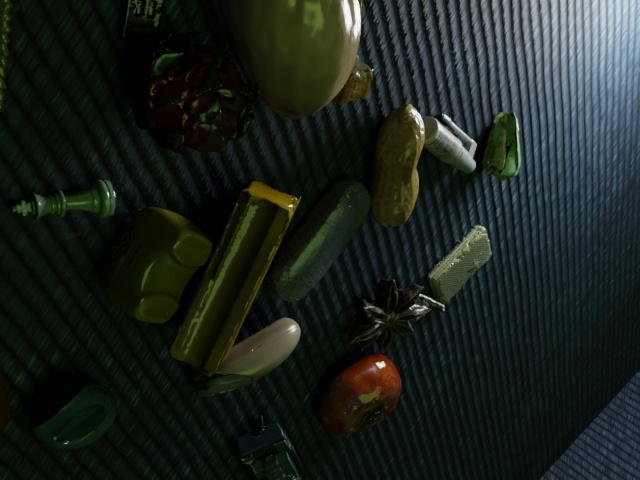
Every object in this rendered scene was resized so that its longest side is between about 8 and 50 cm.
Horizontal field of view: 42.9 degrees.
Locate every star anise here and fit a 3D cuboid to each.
[{"bbox_3d":[0.167,0.171,1.902,0.262,0.081,0.230,-18,128,-23],"label":"star anise"}]

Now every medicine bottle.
[{"bbox_3d":[0.281,-0.215,1.781,0.220,0.061,0.092,28,76,-51],"label":"medicine bottle"}]

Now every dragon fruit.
[{"bbox_3d":[-0.190,-0.213,1.214,0.188,0.182,0.182,38,85,-10],"label":"dragon fruit"}]

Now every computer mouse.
[{"bbox_3d":[-0.138,0.234,1.597,0.236,0.082,0.145,-30,175,-33],"label":"computer mouse"}]

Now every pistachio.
[{"bbox_3d":[-0.048,-0.346,1.247,0.230,0.230,0.309,-34,140,-25],"label":"pistachio"}]

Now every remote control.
[{"bbox_3d":[-0.239,-0.400,1.147,0.063,0.025,0.245,-6,120,-42],"label":"remote control"}]

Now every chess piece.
[{"bbox_3d":[-0.385,-0.054,1.214,0.149,0.059,0.059,-12,123,-34],"label":"chess piece"}]

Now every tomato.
[{"bbox_3d":[0.107,0.382,1.945,0.236,0.095,0.237,-29,145,-22],"label":"tomato"}]

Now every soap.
[{"bbox_3d":[-0.147,0.057,1.423,0.204,0.096,0.324,-78,-167,-81],"label":"soap"}]

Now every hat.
[{"bbox_3d":[-0.426,0.289,1.389,0.138,0.078,0.191,-36,156,-11],"label":"hat"}]

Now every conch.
[{"bbox_3d":[0.422,-0.220,1.912,0.105,0.079,0.170,-17,112,-45],"label":"conch"}]

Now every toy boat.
[{"bbox_3d":[-0.096,0.522,1.842,0.114,0.122,0.296,-21,137,-2],"label":"toy boat"}]

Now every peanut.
[{"bbox_3d":[0.155,-0.151,1.659,0.117,0.101,0.263,-75,170,-61],"label":"peanut"}]

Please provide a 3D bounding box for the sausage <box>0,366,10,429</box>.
[{"bbox_3d":[-0.526,0.205,1.213,0.098,0.098,0.238,-24,133,-33],"label":"sausage"}]

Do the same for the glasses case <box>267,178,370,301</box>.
[{"bbox_3d":[0.000,0.000,1.629,0.282,0.067,0.109,-52,138,-3],"label":"glasses case"}]

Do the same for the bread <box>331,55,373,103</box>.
[{"bbox_3d":[0.044,-0.292,1.474,0.083,0.076,0.070,-18,139,-37],"label":"bread"}]

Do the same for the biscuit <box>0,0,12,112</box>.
[{"bbox_3d":[-0.441,-0.275,0.975,0.139,0.016,0.231,10,113,-10],"label":"biscuit"}]

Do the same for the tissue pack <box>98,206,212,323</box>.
[{"bbox_3d":[-0.274,0.035,1.332,0.178,0.127,0.123,-58,148,3],"label":"tissue pack"}]

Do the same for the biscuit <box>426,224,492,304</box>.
[{"bbox_3d":[0.353,0.063,2.052,0.199,0.040,0.121,-44,141,-16],"label":"biscuit"}]

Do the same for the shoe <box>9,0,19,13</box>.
[{"bbox_3d":[-0.404,-0.310,1.019,0.143,0.064,0.071,-52,162,4],"label":"shoe"}]
